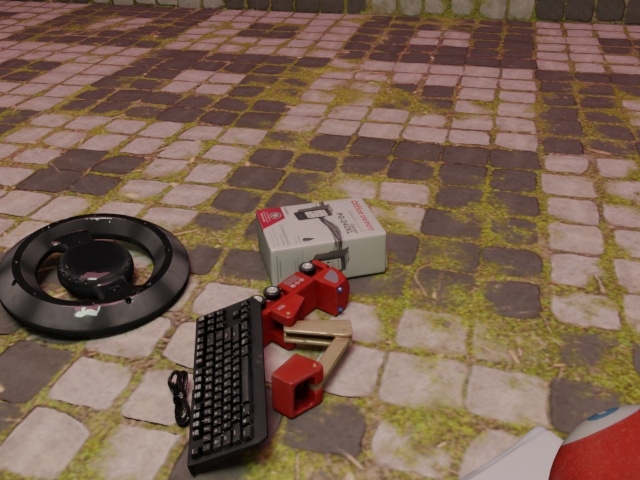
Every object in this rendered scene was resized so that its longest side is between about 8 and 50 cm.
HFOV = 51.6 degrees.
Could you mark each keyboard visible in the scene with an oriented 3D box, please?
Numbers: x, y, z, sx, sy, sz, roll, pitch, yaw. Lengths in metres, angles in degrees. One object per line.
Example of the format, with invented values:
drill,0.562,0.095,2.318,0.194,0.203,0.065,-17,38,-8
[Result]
keyboard,-0.104,0.135,0.637,0.108,0.023,0.180,-26,36,13

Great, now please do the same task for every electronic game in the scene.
electronic game,-0.279,0.036,0.823,0.229,0.048,0.229,4,36,-3

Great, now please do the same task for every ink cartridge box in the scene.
ink cartridge box,0.000,0.000,0.858,0.150,0.063,0.109,-9,32,-12

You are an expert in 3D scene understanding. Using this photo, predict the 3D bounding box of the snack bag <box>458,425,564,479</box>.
snack bag,0.156,0.271,0.401,0.323,0.037,0.342,-21,34,-23

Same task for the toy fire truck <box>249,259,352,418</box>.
toy fire truck,-0.014,0.095,0.716,0.135,0.047,0.192,22,38,33

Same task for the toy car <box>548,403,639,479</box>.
toy car,0.229,0.120,0.360,0.219,0.238,0.210,-18,30,-26
